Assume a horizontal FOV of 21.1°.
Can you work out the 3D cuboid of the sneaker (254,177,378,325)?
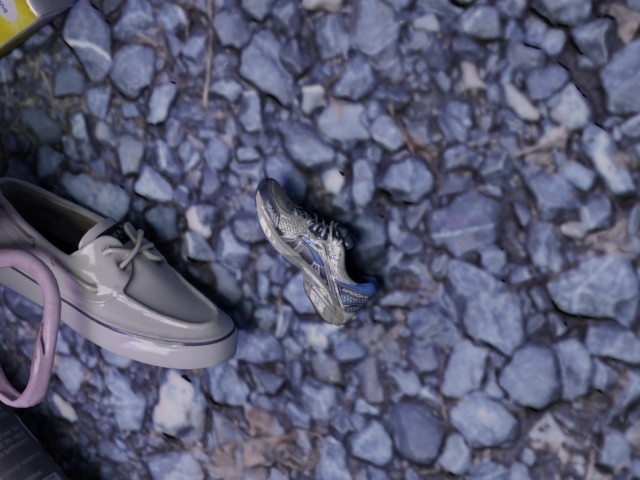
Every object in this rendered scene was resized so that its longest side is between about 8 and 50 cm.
[{"bbox_3d":[0.000,0.000,1.401,0.058,0.052,0.135,-33,97,24],"label":"sneaker"}]

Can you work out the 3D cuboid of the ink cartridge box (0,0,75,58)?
[{"bbox_3d":[-0.403,-0.261,1.516,0.307,0.072,0.303,-30,93,31],"label":"ink cartridge box"}]

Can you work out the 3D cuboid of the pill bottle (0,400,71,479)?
[{"bbox_3d":[-0.354,0.202,1.596,0.283,0.161,0.161,49,123,5],"label":"pill bottle"}]

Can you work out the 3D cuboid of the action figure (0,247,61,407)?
[{"bbox_3d":[-0.391,-0.022,1.510,0.370,0.276,0.248,27,103,62],"label":"action figure"}]

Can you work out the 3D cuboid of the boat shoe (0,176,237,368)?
[{"bbox_3d":[-0.183,0.022,1.483,0.267,0.096,0.088,28,124,27],"label":"boat shoe"}]
